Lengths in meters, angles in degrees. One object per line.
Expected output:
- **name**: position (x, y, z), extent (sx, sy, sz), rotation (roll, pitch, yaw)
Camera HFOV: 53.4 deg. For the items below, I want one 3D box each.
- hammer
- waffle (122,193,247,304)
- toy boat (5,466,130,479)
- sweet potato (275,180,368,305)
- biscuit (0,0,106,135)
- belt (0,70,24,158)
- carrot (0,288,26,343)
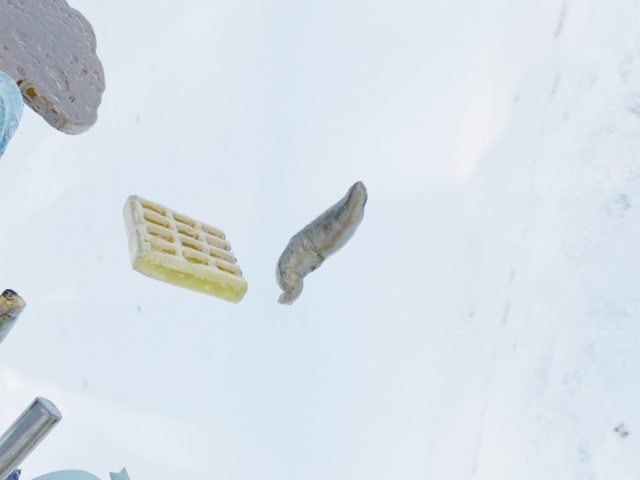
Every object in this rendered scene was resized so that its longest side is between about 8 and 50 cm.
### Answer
- **hammer**: position (-0.519, 0.389, 0.842), extent (0.440, 0.168, 0.044), rotation (-49, 4, -10)
- **waffle**: position (-0.267, 0.016, 1.234), extent (0.055, 0.221, 0.248), rotation (-58, 31, 16)
- **toy boat**: position (-0.455, 0.500, 1.103), extent (0.070, 0.291, 0.210), rotation (-17, 62, 35)
- **sweet potato**: position (-0.001, 0.001, 1.321), extent (0.310, 0.098, 0.124), rotation (-49, 9, 11)
- **biscuit**: position (-0.572, -0.381, 1.269), extent (0.074, 0.359, 0.381), rotation (-27, 86, 29)
- **belt**: position (-0.439, -0.062, 0.766), extent (0.072, 0.087, 0.302), rotation (-108, 41, -71)
- **carrot**: position (-0.669, 0.194, 1.261), extent (0.260, 0.070, 0.070), rotation (-45, 52, 22)
